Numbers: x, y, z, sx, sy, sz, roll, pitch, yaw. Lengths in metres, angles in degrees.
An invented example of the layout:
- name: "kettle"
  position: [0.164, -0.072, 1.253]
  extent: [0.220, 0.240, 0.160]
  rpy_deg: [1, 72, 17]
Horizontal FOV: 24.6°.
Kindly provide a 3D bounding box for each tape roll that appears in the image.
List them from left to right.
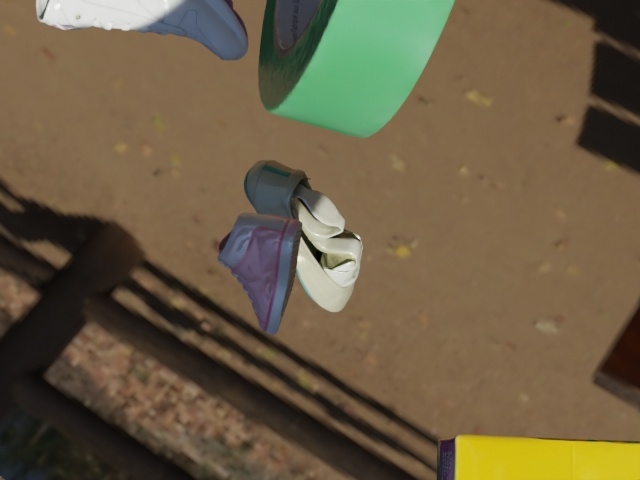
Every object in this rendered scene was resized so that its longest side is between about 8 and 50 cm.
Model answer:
- name: "tape roll"
  position: [0.038, -0.239, 1.077]
  extent: [0.077, 0.321, 0.321]
  rpy_deg: [15, 157, -13]

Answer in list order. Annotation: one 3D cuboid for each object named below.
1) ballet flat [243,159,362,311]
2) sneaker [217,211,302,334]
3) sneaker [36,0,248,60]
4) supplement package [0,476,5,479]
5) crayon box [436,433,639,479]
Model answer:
- name: "ballet flat"
  position: [0.000, 0.000, 1.634]
  extent: [0.086, 0.086, 0.248]
  rpy_deg: [15, 154, 38]
- name: "sneaker"
  position: [-0.058, 0.026, 1.320]
  extent: [0.070, 0.051, 0.134]
  rpy_deg: [14, 134, 4]
- name: "sneaker"
  position: [-0.214, -0.268, 1.563]
  extent: [0.305, 0.152, 0.114]
  rpy_deg: [34, -175, -27]
- name: "supplement package"
  position: [-0.386, 0.222, 1.021]
  extent: [0.177, 0.175, 0.293]
  rpy_deg: [31, -170, 17]
- name: "crayon box"
  position: [0.255, 0.352, 1.239]
  extent: [0.313, 0.363, 0.106]
  rpy_deg: [3, 170, -3]
